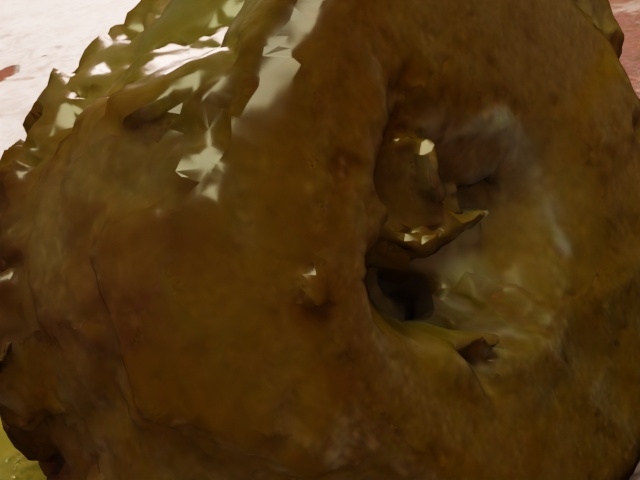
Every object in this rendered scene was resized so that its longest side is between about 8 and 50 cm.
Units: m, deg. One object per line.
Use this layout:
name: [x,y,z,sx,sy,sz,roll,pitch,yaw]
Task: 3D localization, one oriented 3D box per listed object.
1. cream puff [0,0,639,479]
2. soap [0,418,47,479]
cream puff: [0.000,0.000,0.706,0.327,0.342,0.231,8,-13,-42]
soap: [-0.180,0.066,0.872,0.306,0.115,0.427,1,30,29]
